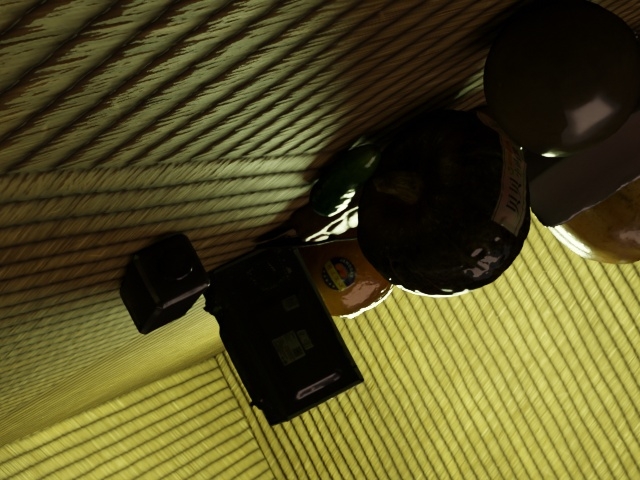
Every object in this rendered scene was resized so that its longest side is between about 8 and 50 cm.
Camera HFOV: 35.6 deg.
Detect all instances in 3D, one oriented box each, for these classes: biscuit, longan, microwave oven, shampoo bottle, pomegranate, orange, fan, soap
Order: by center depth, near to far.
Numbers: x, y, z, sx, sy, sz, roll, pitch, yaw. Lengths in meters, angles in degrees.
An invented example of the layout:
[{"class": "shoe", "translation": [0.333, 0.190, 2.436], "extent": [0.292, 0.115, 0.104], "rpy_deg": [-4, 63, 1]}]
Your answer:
[{"class": "longan", "translation": [0.256, -0.175, 1.056], "extent": [0.189, 0.189, 0.189], "rpy_deg": [-27, 174, -3]}, {"class": "shampoo bottle", "translation": [-0.209, 0.058, 1.325], "extent": [0.079, 0.080, 0.246], "rpy_deg": [-27, 175, -21]}, {"class": "biscuit", "translation": [0.131, -0.099, 1.610], "extent": [0.381, 0.074, 0.359], "rpy_deg": [-31, 172, 3]}, {"class": "soap", "translation": [0.469, -0.176, 1.652], "extent": [0.285, 0.107, 0.296], "rpy_deg": [-37, -167, 25]}, {"class": "fan", "translation": [0.000, 0.000, 1.673], "extent": [0.220, 0.009, 0.132], "rpy_deg": [-4, -172, 13]}, {"class": "microwave oven", "translation": [-0.084, 0.174, 1.827], "extent": [0.181, 0.295, 0.237], "rpy_deg": [-25, 174, -14]}, {"class": "orange", "translation": [0.049, 0.053, 1.958], "extent": [0.219, 0.193, 0.219], "rpy_deg": [-33, -170, 7]}, {"class": "pomegranate", "translation": [0.621, -0.133, 1.967], "extent": [0.417, 0.416, 0.416], "rpy_deg": [-27, 174, -3]}]

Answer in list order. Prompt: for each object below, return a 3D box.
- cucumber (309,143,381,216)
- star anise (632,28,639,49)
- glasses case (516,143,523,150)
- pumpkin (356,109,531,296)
[{"class": "cucumber", "translation": [0.024, -0.074, 1.350], "extent": [0.056, 0.056, 0.250], "rpy_deg": [-25, 171, -22]}, {"class": "star anise", "translation": [0.435, -0.260, 1.549], "extent": [0.195, 0.065, 0.182], "rpy_deg": [-27, 174, 13]}, {"class": "glasses case", "translation": [0.324, -0.189, 1.622], "extent": [0.042, 0.072, 0.190], "rpy_deg": [-34, 175, -3]}, {"class": "pumpkin", "translation": [0.149, -0.050, 1.313], "extent": [0.189, 0.260, 0.260], "rpy_deg": [29, 138, -30]}]
